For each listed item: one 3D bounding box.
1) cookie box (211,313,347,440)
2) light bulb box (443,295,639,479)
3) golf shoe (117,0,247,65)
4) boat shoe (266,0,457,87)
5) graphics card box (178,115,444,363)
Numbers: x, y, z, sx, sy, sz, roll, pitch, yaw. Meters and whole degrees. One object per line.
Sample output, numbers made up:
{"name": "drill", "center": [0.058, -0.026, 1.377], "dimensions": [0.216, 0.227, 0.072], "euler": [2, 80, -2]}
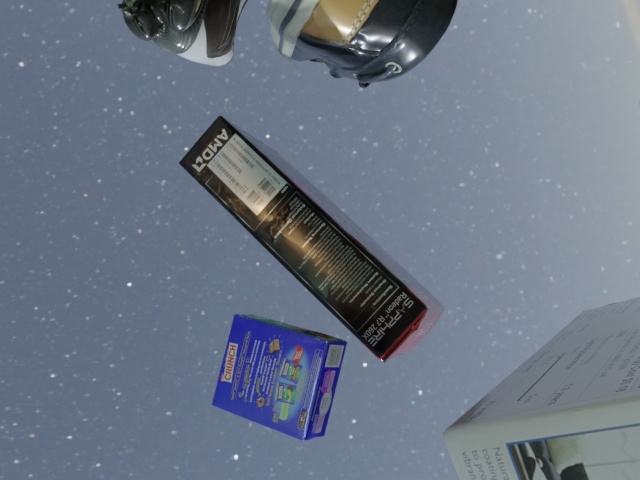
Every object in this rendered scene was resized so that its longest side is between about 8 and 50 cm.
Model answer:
{"name": "cookie box", "center": [-0.039, 0.123, 0.626], "dimensions": [0.040, 0.107, 0.091], "euler": [19, -96, -59]}
{"name": "light bulb box", "center": [0.351, 0.149, 0.496], "dimensions": [0.358, 0.361, 0.225], "euler": [-17, -96, -51]}
{"name": "golf shoe", "center": [-0.081, -0.218, 0.477], "dimensions": [0.094, 0.077, 0.198], "euler": [26, -107, -59]}
{"name": "boat shoe", "center": [0.046, -0.264, 0.763], "dimensions": [0.156, 0.186, 0.500], "euler": [27, -165, -8]}
{"name": "graphics card box", "center": [0.000, 0.000, 0.926], "dimensions": [0.371, 0.094, 0.233], "euler": [42, -173, 16]}
